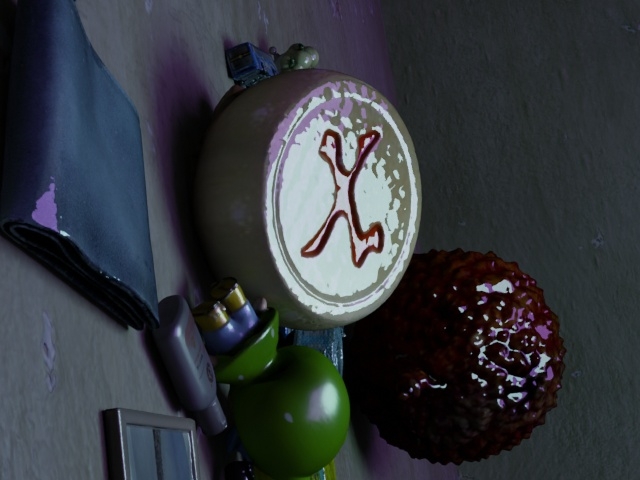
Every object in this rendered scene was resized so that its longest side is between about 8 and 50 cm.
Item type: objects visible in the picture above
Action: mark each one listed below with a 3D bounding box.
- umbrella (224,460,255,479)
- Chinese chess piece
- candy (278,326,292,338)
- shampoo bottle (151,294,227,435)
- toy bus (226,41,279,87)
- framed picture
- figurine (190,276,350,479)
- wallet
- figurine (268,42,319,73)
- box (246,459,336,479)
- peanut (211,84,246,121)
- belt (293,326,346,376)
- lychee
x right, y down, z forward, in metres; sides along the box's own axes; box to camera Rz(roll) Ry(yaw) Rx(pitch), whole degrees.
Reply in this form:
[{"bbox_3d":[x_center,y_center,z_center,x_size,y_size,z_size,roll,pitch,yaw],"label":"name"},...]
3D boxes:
[{"bbox_3d":[-0.091,0.368,1.264,0.052,0.053,0.250,75,9,-59],"label":"umbrella"},{"bbox_3d":[-0.012,-0.052,1.475,0.338,0.140,0.338,-1,92,-46],"label":"Chinese chess piece"},{"bbox_3d":[-0.052,0.096,1.723,0.136,0.038,0.088,-63,145,-86],"label":"candy"},{"bbox_3d":[-0.141,0.143,1.245,0.080,0.040,0.165,-90,164,-59],"label":"shampoo bottle"},{"bbox_3d":[-0.104,-0.269,1.772,0.153,0.051,0.061,1,66,-78],"label":"toy bus"},{"bbox_3d":[-0.149,0.314,1.113,0.213,0.016,0.289,41,40,-72],"label":"framed picture"},{"bbox_3d":[-0.062,0.172,1.353,0.162,0.143,0.263,-48,116,-42],"label":"figurine"},{"bbox_3d":[-0.213,-0.073,1.066,0.290,0.054,0.251,57,26,-65],"label":"wallet"},{"bbox_3d":[-0.035,-0.246,1.966,0.147,0.093,0.197,-62,143,-55],"label":"figurine"},{"bbox_3d":[-0.035,0.316,1.589,0.335,0.047,0.187,52,29,-67],"label":"box"},{"bbox_3d":[-0.087,-0.088,1.576,0.117,0.101,0.263,-131,-159,-66],"label":"peanut"},{"bbox_3d":[-0.007,0.182,1.746,0.163,0.082,0.147,72,21,-69],"label":"belt"},{"bbox_3d":[0.247,0.218,2.142,0.500,0.425,0.424,-7,86,-64],"label":"lychee"}]
